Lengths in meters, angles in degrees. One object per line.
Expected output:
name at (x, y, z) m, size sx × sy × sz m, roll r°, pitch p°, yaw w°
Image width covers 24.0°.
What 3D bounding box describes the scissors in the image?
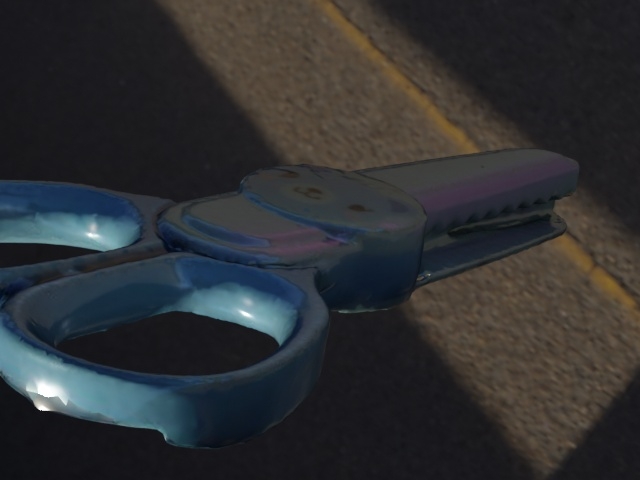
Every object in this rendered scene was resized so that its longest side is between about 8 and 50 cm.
scissors at (0.000, 0.000, 0.425) m, size 0.125 × 0.256 × 0.030 m, roll 24°, pitch 114°, yaw 36°
